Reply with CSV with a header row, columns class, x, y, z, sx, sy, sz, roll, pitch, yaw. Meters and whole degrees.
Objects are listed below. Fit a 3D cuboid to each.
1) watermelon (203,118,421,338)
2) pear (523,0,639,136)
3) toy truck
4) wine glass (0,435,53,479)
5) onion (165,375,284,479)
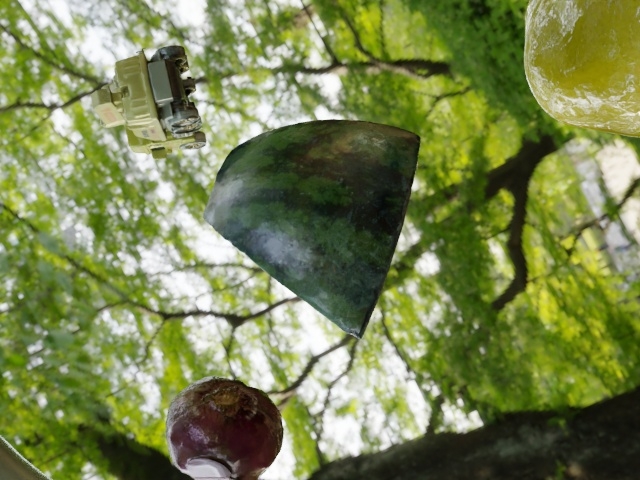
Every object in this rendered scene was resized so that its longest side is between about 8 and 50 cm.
class,x,y,z,sx,sy,sz,roll,pitch,yaw
watermelon,-0.017,0.009,1.220,0.250,0.283,0.292,-57,-29,-45
pear,0.490,-0.324,1.256,0.362,0.418,0.362,34,-135,-42
toy truck,-0.273,-0.212,1.440,0.272,0.157,0.124,121,137,-83
wine glass,-0.366,0.221,0.898,0.202,0.093,0.093,32,-171,4
onion,-0.141,0.307,1.300,0.135,0.173,0.198,-68,-21,-62
